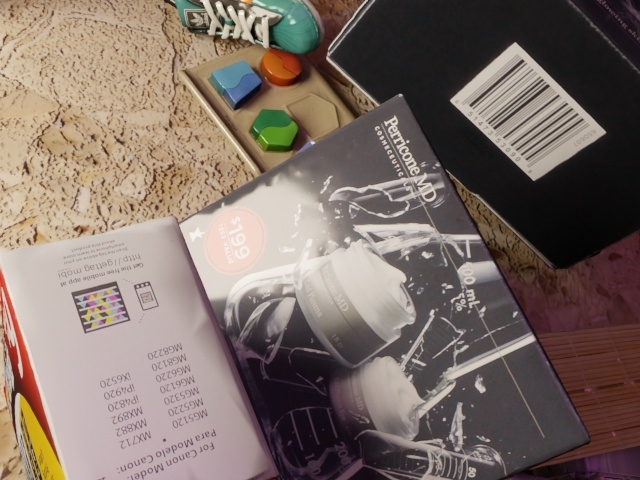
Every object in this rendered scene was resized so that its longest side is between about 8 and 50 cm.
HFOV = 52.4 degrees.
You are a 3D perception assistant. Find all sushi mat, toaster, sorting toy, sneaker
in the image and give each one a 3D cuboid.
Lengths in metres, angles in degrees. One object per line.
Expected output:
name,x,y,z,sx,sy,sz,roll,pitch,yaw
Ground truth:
sushi mat,0.322,0.176,0.777,0.316,0.019,0.151,-2,60,-23
toaster,0.370,0.261,0.844,0.227,0.129,0.146,13,61,-17
sorting toy,-0.034,-0.172,0.960,0.229,0.041,0.307,-30,77,-35
sneaker,-0.140,-0.341,0.964,0.302,0.108,0.121,31,63,15

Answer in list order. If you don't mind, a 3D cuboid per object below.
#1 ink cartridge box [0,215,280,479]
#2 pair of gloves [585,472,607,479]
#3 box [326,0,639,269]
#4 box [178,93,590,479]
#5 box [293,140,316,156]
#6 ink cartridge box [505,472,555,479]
ink cartridge box,-0.159,0.179,0.528,0.130,0.309,0.272,-15,69,-31
pair of gloves,0.211,0.299,0.751,0.204,0.042,0.240,-44,80,-3
box,0.343,-0.307,0.984,0.480,0.297,0.472,41,46,-9
box,0.035,0.094,0.651,0.312,0.179,0.343,-29,71,11
box,0.000,0.000,0.819,0.225,0.136,0.036,56,26,14
ink cartridge box,0.274,0.322,0.686,0.198,0.067,0.115,10,81,8
